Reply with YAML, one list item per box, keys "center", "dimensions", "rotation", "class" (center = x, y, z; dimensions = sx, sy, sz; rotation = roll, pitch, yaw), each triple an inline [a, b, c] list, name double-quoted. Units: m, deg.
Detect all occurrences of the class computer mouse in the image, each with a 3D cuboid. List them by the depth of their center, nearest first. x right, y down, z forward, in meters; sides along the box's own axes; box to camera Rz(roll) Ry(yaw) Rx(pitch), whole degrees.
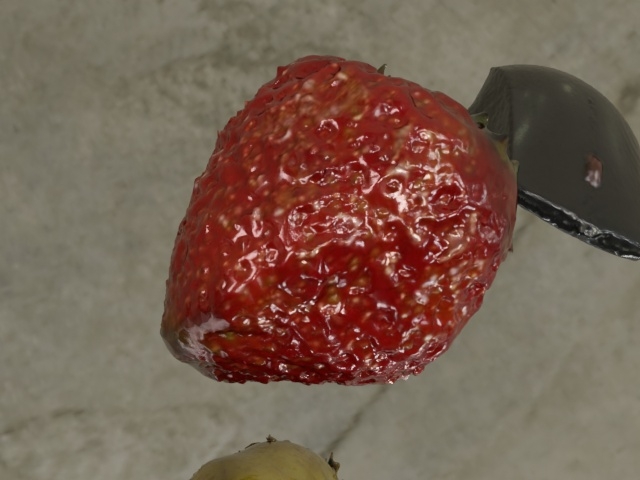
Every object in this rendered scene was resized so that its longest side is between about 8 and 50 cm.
- center: [0.241, -0.095, 1.403]
  dimensions: [0.168, 0.295, 0.087]
  rotation: [25, 116, -16]
  class: "computer mouse"

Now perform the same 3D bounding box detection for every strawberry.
- center: [0.000, 0.000, 1.069]
  dimensions: [0.277, 0.257, 0.257]
  rotation: [-38, 143, -27]
  class: "strawberry"

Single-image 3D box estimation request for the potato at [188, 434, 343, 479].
- center: [-0.050, 0.249, 1.112]
  dimensions: [0.140, 0.300, 0.173]
  rotation: [5, 107, 6]
  class: "potato"
